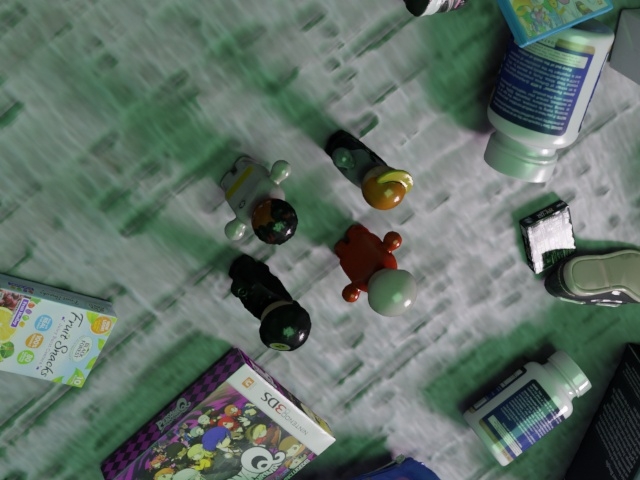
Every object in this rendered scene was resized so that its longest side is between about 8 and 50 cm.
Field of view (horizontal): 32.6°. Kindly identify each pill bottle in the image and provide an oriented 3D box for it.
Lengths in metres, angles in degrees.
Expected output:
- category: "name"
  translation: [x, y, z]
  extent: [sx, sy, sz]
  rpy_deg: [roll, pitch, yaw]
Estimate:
- category: "pill bottle"
  translation: [0.294, 0.231, 1.542]
  extent: [0.169, 0.094, 0.094]
  rpy_deg: [-38, 128, 1]
- category: "pill bottle"
  translation: [0.255, -0.168, 1.262]
  extent: [0.112, 0.112, 0.187]
  rpy_deg: [2, 118, -27]

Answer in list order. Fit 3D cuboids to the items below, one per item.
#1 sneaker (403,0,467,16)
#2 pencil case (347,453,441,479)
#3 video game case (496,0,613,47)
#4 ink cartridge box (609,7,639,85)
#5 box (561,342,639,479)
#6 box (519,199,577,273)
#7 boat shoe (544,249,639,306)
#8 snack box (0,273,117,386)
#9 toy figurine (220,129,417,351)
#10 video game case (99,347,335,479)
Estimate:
- category: "sneaker"
  translation: [0.145, -0.322, 1.151]
  extent: [0.077, 0.072, 0.178]
  rpy_deg: [-6, 131, -37]
- category: "pencil case"
  translation: [0.036, 0.380, 1.471]
  extent: [0.306, 0.133, 0.119]
  rpy_deg: [-10, 168, -30]
- category: "video game case"
  translation: [0.238, -0.280, 1.163]
  extent: [0.166, 0.015, 0.119]
  rpy_deg: [-27, 91, -39]
- category: "ink cartridge box"
  translation: [0.487, -0.230, 1.320]
  extent: [0.231, 0.134, 0.078]
  rpy_deg: [-8, 122, -21]
- category: "box"
  translation: [0.562, 0.347, 1.645]
  extent: [0.296, 0.183, 0.294]
  rpy_deg: [12, 115, -12]
- category: "box"
  translation: [0.301, -0.004, 1.446]
  extent: [0.067, 0.018, 0.083]
  rpy_deg: [-27, 128, -8]
- category: "boat shoe"
  translation: [0.397, 0.056, 1.518]
  extent: [0.206, 0.075, 0.065]
  rpy_deg: [3, 161, -33]
- category: "snack box"
  translation: [-0.310, 0.100, 1.205]
  extent: [0.141, 0.037, 0.100]
  rpy_deg: [19, 111, -34]
- category: "toy figurine"
  translation: [0.000, 0.000, 1.222]
  extent: [0.213, 0.148, 0.210]
  rpy_deg: [-13, 125, -17]
- category: "video game case"
  translation: [-0.126, 0.271, 1.398]
  extent: [0.232, 0.042, 0.210]
  rpy_deg: [-41, 129, 3]
